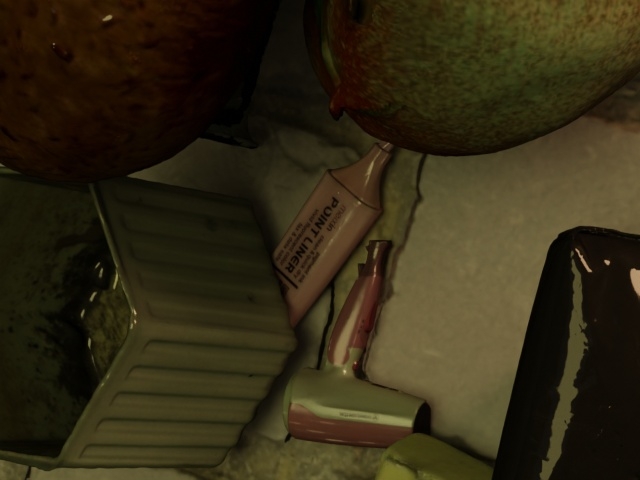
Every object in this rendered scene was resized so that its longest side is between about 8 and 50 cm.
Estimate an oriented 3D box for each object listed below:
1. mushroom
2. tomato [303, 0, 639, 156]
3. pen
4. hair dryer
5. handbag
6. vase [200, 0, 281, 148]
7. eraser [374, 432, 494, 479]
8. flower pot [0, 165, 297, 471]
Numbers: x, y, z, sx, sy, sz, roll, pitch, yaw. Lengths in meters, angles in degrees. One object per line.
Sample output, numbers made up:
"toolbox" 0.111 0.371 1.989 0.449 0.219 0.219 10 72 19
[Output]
"mushroom" -0.131 -0.197 1.126 0.334 0.356 0.331 30 93 35
"tomato" 0.106 -0.204 1.082 0.239 0.303 0.303 -4 83 -8
"pen" 0.000 0.000 1.271 0.053 0.032 0.197 41 107 25
"hair dryer" 0.032 0.074 1.242 0.106 0.054 0.154 3 83 24
"handbag" 0.229 0.128 1.066 0.223 0.080 0.247 13 92 1
"vase" -0.057 -0.155 1.298 0.059 0.059 0.167 15 94 29
"eraser" 0.077 0.234 1.177 0.117 0.058 0.172 27 112 30
"flower pot" -0.161 0.059 1.248 0.239 0.190 0.209 3 86 36
